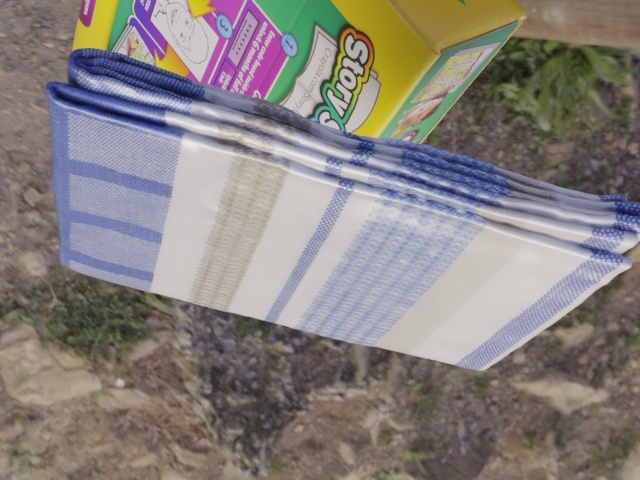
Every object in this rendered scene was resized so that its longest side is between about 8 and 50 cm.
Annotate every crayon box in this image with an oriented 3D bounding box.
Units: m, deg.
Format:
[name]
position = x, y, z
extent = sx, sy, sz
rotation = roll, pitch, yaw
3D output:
[crayon box]
position = -0.053, -0.168, 0.740
extent = 0.106, 0.363, 0.313
rotation = -32, 78, -35

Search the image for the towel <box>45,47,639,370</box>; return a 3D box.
[towel]
position = 0.000, 0.000, 0.481
extent = 0.285, 0.209, 0.034
rotation = 14, 62, -7
